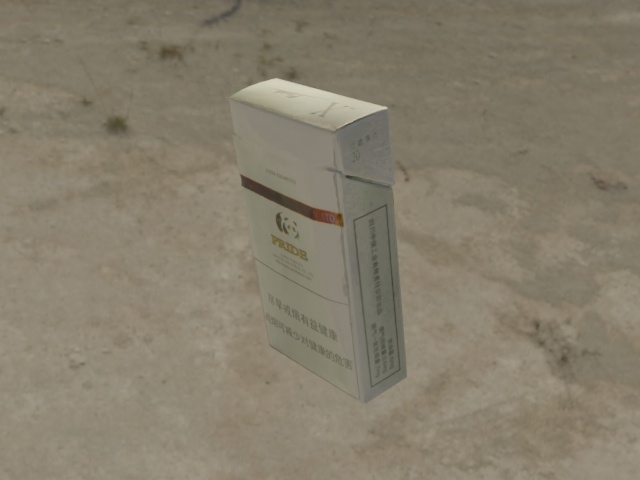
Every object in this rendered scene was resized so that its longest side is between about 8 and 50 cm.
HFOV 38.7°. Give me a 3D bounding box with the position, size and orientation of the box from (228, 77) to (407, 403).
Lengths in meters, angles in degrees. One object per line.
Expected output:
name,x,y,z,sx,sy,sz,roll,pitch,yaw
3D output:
box,0.000,0.000,0.471,0.040,0.154,0.084,-24,32,-31
